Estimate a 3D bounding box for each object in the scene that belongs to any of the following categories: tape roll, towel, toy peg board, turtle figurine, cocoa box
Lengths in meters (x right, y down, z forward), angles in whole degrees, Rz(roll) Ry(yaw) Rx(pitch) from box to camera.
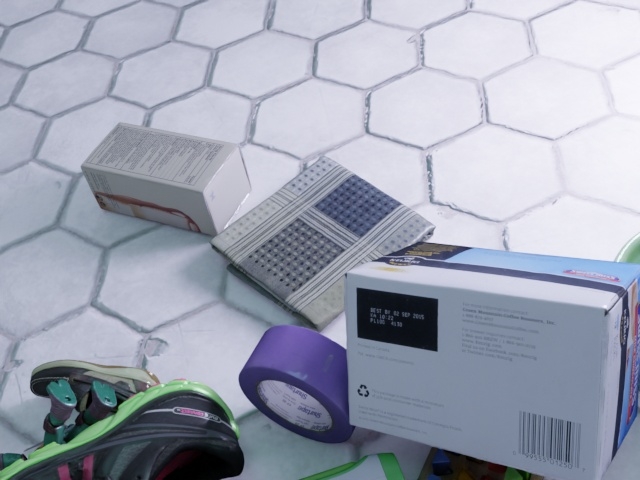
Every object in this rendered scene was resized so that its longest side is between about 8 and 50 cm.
[{"bbox_3d":[-0.022,0.215,1.192,0.189,0.189,0.080,14,52,23],"label":"tape roll"},{"bbox_3d":[0.000,0.000,1.491,0.324,0.056,0.312,-38,54,-24],"label":"towel"},{"bbox_3d":[0.226,0.314,1.122,0.161,0.079,0.161,15,53,24],"label":"toy peg board"},{"bbox_3d":[-0.414,0.320,1.223,0.118,0.175,0.234,41,105,18],"label":"turtle figurine"},{"bbox_3d":[0.237,0.143,1.086,0.347,0.231,0.228,6,15,32],"label":"cocoa box"}]

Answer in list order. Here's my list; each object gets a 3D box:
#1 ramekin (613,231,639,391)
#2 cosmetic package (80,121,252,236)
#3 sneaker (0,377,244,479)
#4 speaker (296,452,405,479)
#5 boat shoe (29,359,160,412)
[{"bbox_3d":[0.577,0.119,1.175,0.304,0.148,0.303,-6,47,7],"label":"ramekin"},{"bbox_3d":[-0.308,-0.126,1.611,0.296,0.129,0.153,14,51,24],"label":"cosmetic package"},{"bbox_3d":[-0.316,0.382,1.109,0.483,0.185,0.202,-36,47,-18],"label":"sneaker"},{"bbox_3d":[-0.024,0.385,1.078,0.297,0.131,0.131,-18,47,-3],"label":"speaker"},{"bbox_3d":[-0.380,0.248,1.316,0.224,0.080,0.073,1,43,8],"label":"boat shoe"}]
